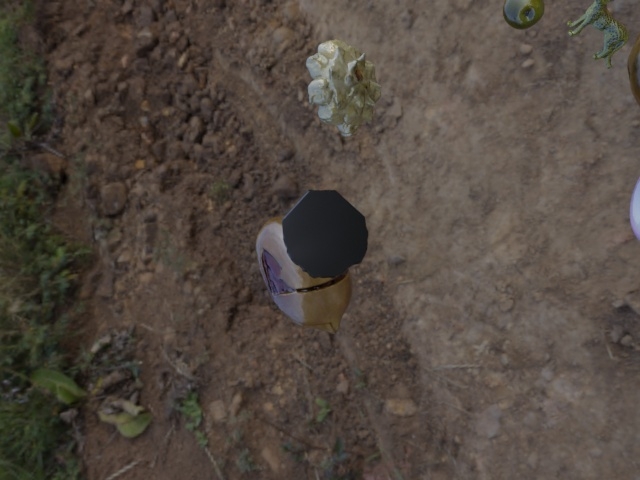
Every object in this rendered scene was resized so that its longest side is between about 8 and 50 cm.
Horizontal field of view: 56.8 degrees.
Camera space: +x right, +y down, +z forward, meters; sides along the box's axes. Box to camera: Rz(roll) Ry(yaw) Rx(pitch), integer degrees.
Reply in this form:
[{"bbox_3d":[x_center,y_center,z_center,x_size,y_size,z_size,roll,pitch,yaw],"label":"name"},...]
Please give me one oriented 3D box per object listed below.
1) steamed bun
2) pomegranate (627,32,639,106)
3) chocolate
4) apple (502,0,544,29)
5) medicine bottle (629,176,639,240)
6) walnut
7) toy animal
[{"bbox_3d":[0.095,-0.469,1.809,0.137,0.292,0.295,-4,95,41],"label":"steamed bun"},{"bbox_3d":[0.720,-0.339,1.138,0.248,0.248,0.248,171,90,-72],"label":"pomegranate"},{"bbox_3d":[0.000,0.000,1.055,0.133,0.156,0.156,144,116,-79],"label":"chocolate"},{"bbox_3d":[0.455,-0.520,1.329,0.074,0.090,0.089,-83,0,-51],"label":"apple"},{"bbox_3d":[0.522,-0.022,0.701,0.152,0.255,0.152,-161,90,-84],"label":"medicine bottle"},{"bbox_3d":[-0.031,0.075,1.348,0.297,0.203,0.203,58,158,6],"label":"walnut"},{"bbox_3d":[0.754,-0.559,1.564,0.181,0.073,0.136,43,138,-6],"label":"toy animal"}]
